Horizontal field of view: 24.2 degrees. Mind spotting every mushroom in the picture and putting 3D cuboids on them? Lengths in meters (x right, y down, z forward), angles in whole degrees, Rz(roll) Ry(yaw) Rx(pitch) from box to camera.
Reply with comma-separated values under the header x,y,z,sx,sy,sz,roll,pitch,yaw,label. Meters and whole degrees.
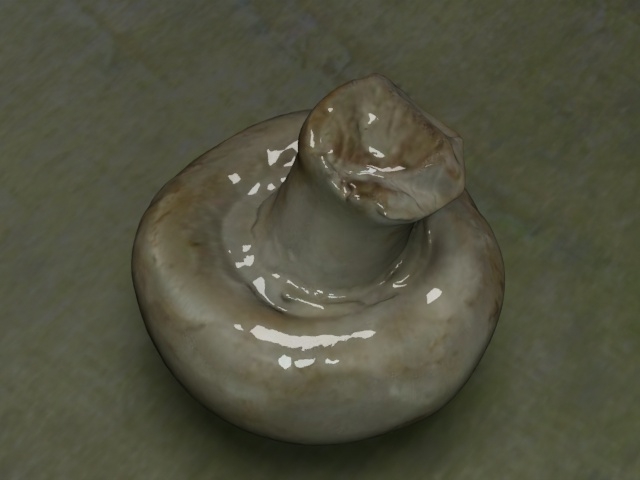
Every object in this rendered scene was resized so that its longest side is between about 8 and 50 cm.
x,y,z,sx,sy,sz,roll,pitch,yaw,label
0.000,0.000,1.166,0.297,0.290,0.297,3,52,-4,mushroom
